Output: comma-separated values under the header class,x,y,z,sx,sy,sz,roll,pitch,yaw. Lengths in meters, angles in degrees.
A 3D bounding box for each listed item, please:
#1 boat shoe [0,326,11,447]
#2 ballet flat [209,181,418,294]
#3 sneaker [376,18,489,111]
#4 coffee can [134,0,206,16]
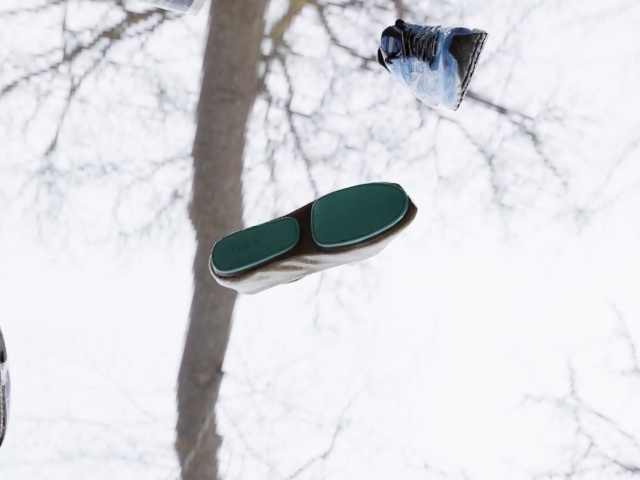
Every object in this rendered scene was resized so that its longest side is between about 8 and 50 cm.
class,x,y,z,sx,sy,sz,roll,pitch,yaw
boat shoe,-0.167,0.047,0.672,0.056,0.152,0.049,-14,-141,-9
ballet flat,0.000,0.000,1.100,0.168,0.052,0.057,-15,-125,24
sneaker,0.080,-0.141,1.205,0.073,0.063,0.162,23,175,-10
coffee can,-0.254,-0.382,1.731,0.275,0.202,0.202,11,-140,-17
